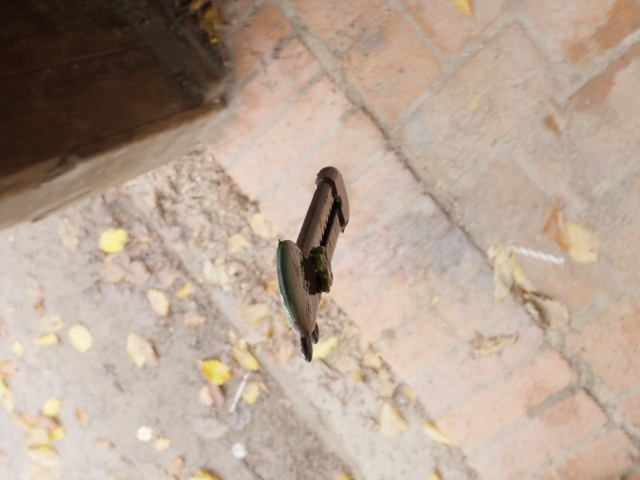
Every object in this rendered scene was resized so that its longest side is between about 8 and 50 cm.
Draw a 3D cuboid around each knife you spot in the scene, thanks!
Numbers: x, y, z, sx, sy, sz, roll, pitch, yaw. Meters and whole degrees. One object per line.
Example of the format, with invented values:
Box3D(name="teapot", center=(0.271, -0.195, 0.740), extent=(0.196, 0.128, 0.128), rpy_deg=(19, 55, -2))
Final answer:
Box3D(name="knife", center=(0.001, 0.000, 1.201), extent=(0.038, 0.398, 0.132), rpy_deg=(-9, 112, 10))
